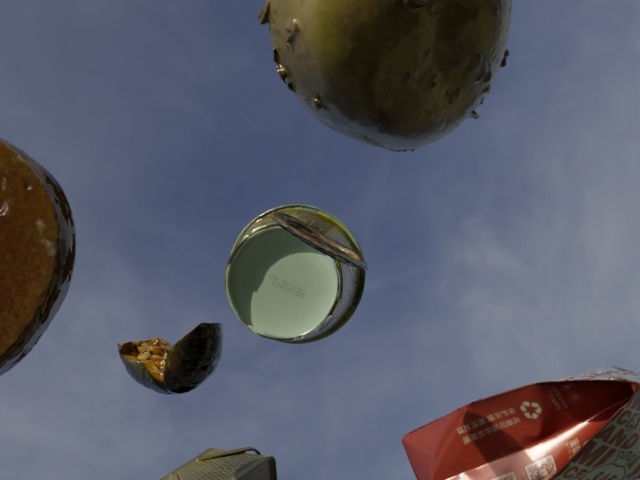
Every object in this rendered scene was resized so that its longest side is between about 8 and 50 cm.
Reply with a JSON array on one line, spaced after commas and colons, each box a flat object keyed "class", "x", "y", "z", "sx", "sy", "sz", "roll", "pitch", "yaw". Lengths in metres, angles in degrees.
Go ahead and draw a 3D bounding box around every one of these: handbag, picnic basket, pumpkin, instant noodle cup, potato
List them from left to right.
[{"class": "pumpkin", "x": -0.241, "y": 0.199, "z": 1.503, "sx": 0.119, "sy": 0.183, "sz": 0.107, "roll": -3, "pitch": -99, "yaw": -63}, {"class": "picnic basket", "x": -0.190, "y": 0.485, "z": 1.635, "sx": 0.267, "sy": 0.139, "sz": 0.165, "roll": -19, "pitch": -74, "yaw": -62}, {"class": "instant noodle cup", "x": -0.038, "y": 0.046, "z": 1.118, "sx": 0.182, "sy": 0.182, "sz": 0.144, "roll": -52, "pitch": -3, "yaw": 5}, {"class": "potato", "x": 0.115, "y": -0.321, "z": 1.493, "sx": 0.442, "sy": 0.385, "sz": 0.319, "roll": 25, "pitch": -120, "yaw": -38}, {"class": "handbag", "x": 0.263, "y": 0.237, "z": 1.050, "sx": 0.298, "sy": 0.151, "sz": 0.171, "roll": -35, "pitch": -31, "yaw": 31}]

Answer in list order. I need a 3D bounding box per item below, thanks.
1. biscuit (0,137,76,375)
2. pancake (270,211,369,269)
[{"class": "biscuit", "x": -0.429, "y": 0.013, "z": 0.874, "sx": 0.063, "sy": 0.367, "sz": 0.314, "roll": 106, "pitch": -171, "yaw": -79}, {"class": "pancake", "x": -0.001, "y": 0.001, "z": 0.894, "sx": 0.115, "sy": 0.115, "sz": 0.011, "roll": 23, "pitch": -81, "yaw": -41}]
